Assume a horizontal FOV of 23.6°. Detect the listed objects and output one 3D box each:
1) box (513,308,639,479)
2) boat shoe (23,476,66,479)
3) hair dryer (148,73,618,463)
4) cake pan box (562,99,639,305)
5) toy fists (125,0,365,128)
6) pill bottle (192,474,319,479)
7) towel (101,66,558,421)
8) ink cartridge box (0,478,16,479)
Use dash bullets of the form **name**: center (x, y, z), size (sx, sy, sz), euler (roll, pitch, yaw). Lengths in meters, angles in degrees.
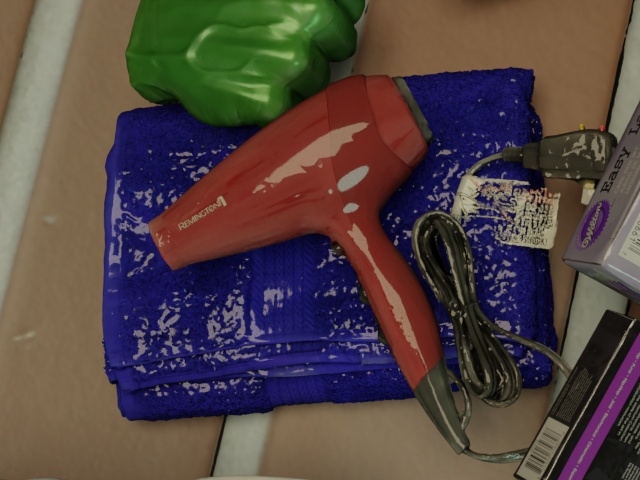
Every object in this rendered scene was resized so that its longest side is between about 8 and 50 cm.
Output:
- **box**: center (0.201, 0.126, 0.934), size (0.029, 0.162, 0.116), euler (24, 83, 55)
- **boat shoe**: center (-0.103, 0.260, 0.783), size (0.108, 0.102, 0.301), euler (-15, 76, -18)
- **hair dryer**: center (0.032, 0.004, 0.953), size (0.294, 0.080, 0.223), euler (11, 75, 14)
- **cake pan box**: center (0.307, -0.037, 0.928), size (0.246, 0.070, 0.267), euler (27, 85, -12)
- **toy fists**: center (-0.021, -0.199, 1.056), size (0.142, 0.096, 0.279), euler (5, 64, 33)
- **pill bottle**: center (-0.034, 0.310, 0.924), size (0.176, 0.176, 0.318), euler (1, 72, 13)
- **towel**: center (0.000, 0.000, 1.040), size (0.308, 0.076, 0.227), euler (-5, 78, 11)
- **ink cartridge box**: center (-0.200, 0.197, 0.969), size (0.159, 0.218, 0.092), euler (2, 79, 13)
